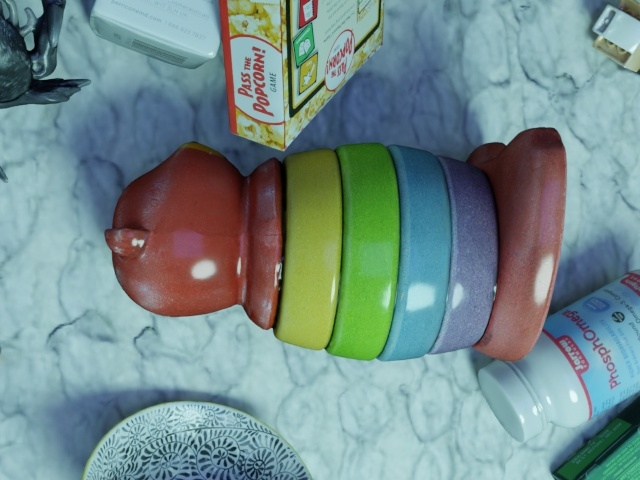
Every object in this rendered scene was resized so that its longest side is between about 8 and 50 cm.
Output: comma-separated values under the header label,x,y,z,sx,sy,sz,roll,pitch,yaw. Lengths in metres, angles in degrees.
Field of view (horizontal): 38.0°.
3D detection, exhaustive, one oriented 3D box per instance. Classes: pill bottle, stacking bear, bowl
label,x,y,z,sx,sy,sz,roll,pitch,yaw
pill bottle,0.212,0.095,0.746,0.160,0.087,0.087,-27,104,-10
stacking bear,0.000,0.000,0.647,0.289,0.175,0.164,3,90,-6
bowl,-0.091,0.206,0.664,0.170,0.170,0.080,8,132,-16

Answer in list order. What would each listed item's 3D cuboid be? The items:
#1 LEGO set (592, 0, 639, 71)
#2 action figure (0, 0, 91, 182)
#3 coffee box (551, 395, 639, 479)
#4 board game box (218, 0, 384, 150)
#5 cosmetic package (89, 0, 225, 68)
label,x,y,z,sx,sy,sz,roll,pitch,yaw
LEGO set,0.286,-0.280,0.728,0.132,0.107,0.287,2,104,19
action figure,-0.223,-0.176,0.568,0.164,0.141,0.276,-3,125,-23
coffee box,0.294,0.241,0.813,0.113,0.040,0.184,-40,105,-6
board game box,-0.007,-0.176,0.582,0.147,0.045,0.193,-51,153,-39
cosmetic package,-0.074,-0.235,0.607,0.085,0.117,0.231,18,91,-15
